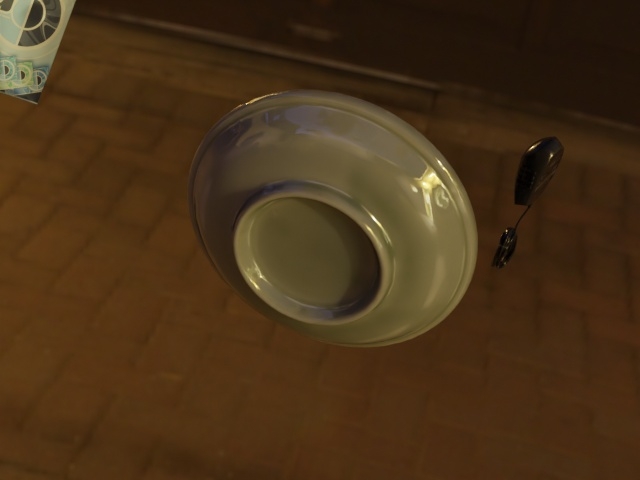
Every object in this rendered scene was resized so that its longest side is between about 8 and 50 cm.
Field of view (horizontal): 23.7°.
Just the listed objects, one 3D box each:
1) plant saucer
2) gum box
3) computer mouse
[{"bbox_3d":[0.000,0.000,1.977,0.400,0.400,0.100,16,39,11],"label":"plant saucer"},{"bbox_3d":[-0.347,-0.257,1.629,0.157,0.184,0.041,17,11,-32],"label":"gum box"},{"bbox_3d":[0.271,-0.051,2.075,0.041,0.242,0.071,34,43,16],"label":"computer mouse"}]
